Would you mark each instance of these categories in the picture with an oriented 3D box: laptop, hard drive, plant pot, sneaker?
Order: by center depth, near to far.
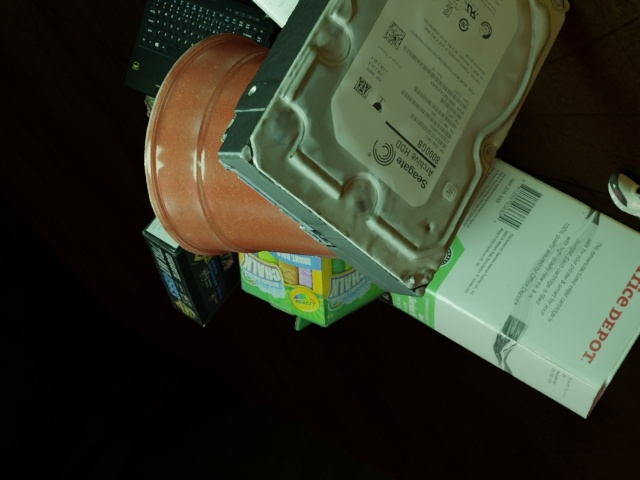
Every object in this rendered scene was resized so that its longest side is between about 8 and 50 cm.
[{"bbox_3d":[0.077,-0.150,0.969,0.237,0.339,0.064,38,163,-30],"label":"hard drive"},{"bbox_3d":[0.371,-0.042,1.212,0.109,0.040,0.043,38,144,-10],"label":"sneaker"},{"bbox_3d":[-0.012,-0.092,1.240,0.265,0.272,0.272,12,149,34],"label":"plant pot"},{"bbox_3d":[-0.190,-0.306,1.429,0.234,0.264,0.136,26,-166,32],"label":"laptop"}]

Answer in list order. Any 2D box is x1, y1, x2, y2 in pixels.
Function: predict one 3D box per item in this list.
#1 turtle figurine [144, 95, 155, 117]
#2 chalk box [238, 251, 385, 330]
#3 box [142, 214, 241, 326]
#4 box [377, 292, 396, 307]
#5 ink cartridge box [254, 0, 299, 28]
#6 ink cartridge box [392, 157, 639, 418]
[{"bbox_3d":[-0.229,-0.235,1.706,0.175,0.118,0.234,36,166,4],"label":"turtle figurine"},{"bbox_3d":[0.000,0.000,1.561,0.179,0.180,0.289,21,127,39],"label":"chalk box"},{"bbox_3d":[-0.142,-0.041,1.708,0.073,0.293,0.295,33,159,18],"label":"box"},{"bbox_3d":[0.085,0.010,1.778,0.216,0.060,0.270,21,155,37],"label":"box"},{"bbox_3d":[-0.046,-0.331,1.074,0.218,0.158,0.092,41,-166,-13],"label":"ink cartridge box"},{"bbox_3d":[0.263,0.052,1.336,0.289,0.211,0.121,31,159,19],"label":"ink cartridge box"}]
